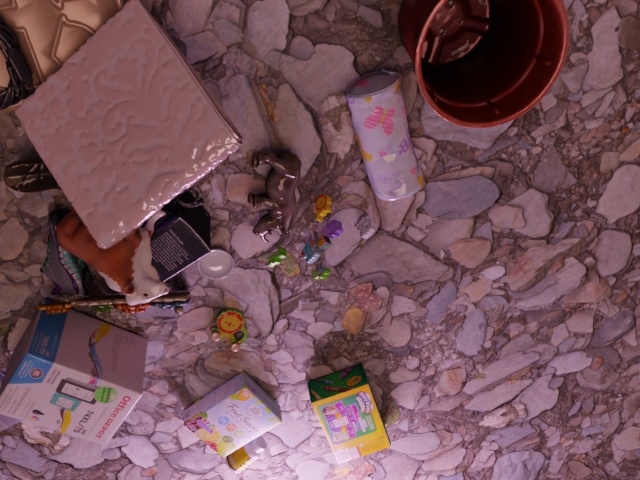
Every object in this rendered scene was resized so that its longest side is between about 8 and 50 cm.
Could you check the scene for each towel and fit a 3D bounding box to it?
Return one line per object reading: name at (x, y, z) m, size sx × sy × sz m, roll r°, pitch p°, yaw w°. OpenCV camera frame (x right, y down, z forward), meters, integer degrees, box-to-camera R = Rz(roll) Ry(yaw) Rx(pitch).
towel at (-0.347, -0.201, 1.154) m, size 0.331 × 0.053 × 0.317 m, roll -35°, pitch 86°, yaw 15°

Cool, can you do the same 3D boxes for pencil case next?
pencil case at (0.142, -0.219, 1.384) m, size 0.124 × 0.113 × 0.273 m, roll -23°, pitch 123°, yaw -2°

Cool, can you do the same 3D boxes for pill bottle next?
pill bottle at (-0.210, 0.607, 1.858) m, size 0.116 × 0.065 × 0.065 m, roll -42°, pitch 119°, yaw 15°

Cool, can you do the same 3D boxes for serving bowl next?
serving bowl at (-0.246, 0.050, 1.529) m, size 0.083 × 0.027 × 0.083 m, roll -4°, pitch 122°, yaw -7°

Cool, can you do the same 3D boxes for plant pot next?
plant pot at (0.273, -0.387, 1.213) m, size 0.272 × 0.265 × 0.273 m, roll -5°, pitch 123°, yaw -7°

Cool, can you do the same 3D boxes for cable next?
cable at (-0.602, -0.320, 1.151) m, size 0.150 × 0.047 × 0.185 m, roll -13°, pitch 125°, yaw 9°

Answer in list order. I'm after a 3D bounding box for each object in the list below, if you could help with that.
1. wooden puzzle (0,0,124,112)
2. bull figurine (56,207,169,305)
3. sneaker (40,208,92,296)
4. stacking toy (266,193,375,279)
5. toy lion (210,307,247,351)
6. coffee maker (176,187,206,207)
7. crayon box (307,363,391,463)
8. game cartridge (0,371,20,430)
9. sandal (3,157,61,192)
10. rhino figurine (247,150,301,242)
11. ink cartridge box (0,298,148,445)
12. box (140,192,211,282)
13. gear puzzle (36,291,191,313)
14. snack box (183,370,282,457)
wooden puzzle at (-0.520, -0.409, 1.172) m, size 0.347 × 0.081 × 0.322 m, roll -8°, pitch 122°, yaw 0°
bull figurine at (-0.399, -0.002, 1.281) m, size 0.188 × 0.310 × 0.101 m, roll -59°, pitch 151°, yaw -11°
sneaker at (-0.582, 0.037, 1.430) m, size 0.098 × 0.083 × 0.224 m, roll -6°, pitch 123°, yaw -1°
stacking toy at (0.000, 0.000, 1.510) m, size 0.167 × 0.052 × 0.221 m, roll 21°, pitch 123°, yaw -41°
toy lion at (-0.224, 0.219, 1.639) m, size 0.100 × 0.034 × 0.096 m, roll 35°, pitch 102°, yaw -27°
coffee maker at (-0.300, -0.172, 1.292) m, size 0.120 × 0.178 × 0.171 m, roll -13°, pitch 120°, yaw 0°
crayon box at (0.083, 0.492, 1.831) m, size 0.165 × 0.081 × 0.279 m, roll -19°, pitch 123°, yaw 1°
game cartridge at (-0.901, 0.349, 1.578) m, size 0.230 × 0.068 × 0.355 m, roll -24°, pitch 123°, yaw 9°
sandal at (-0.531, -0.137, 1.336) m, size 0.219 × 0.060 × 0.090 m, roll -5°, pitch 124°, yaw -29°
rhino figurine at (-0.102, -0.093, 1.440) m, size 0.106 × 0.073 × 0.243 m, roll -4°, pitch 126°, yaw -21°
ink cartridge box at (-0.575, 0.311, 1.529) m, size 0.270 × 0.197 × 0.198 m, roll 27°, pitch 114°, yaw -24°
box at (-0.347, 0.002, 1.408) m, size 0.207 × 0.153 × 0.108 m, roll -33°, pitch 121°, yaw 9°
gear puzzle at (-0.466, 0.149, 1.470) m, size 0.338 × 0.175 × 0.044 m, roll -2°, pitch 90°, yaw -9°
snack box at (-0.237, 0.475, 1.769) m, size 0.207 × 0.070 × 0.174 m, roll -34°, pitch 121°, yaw 9°
